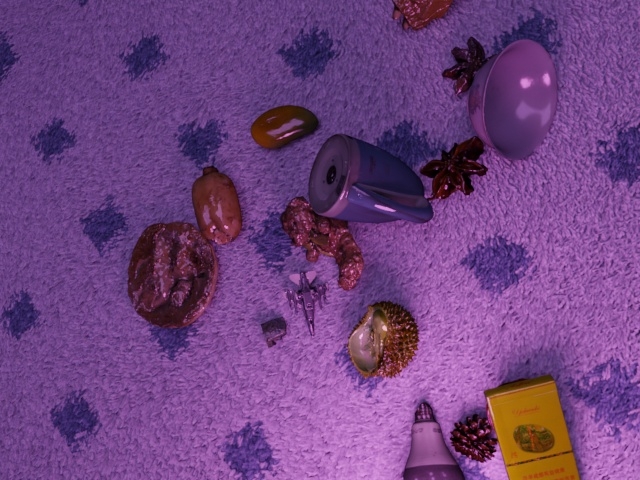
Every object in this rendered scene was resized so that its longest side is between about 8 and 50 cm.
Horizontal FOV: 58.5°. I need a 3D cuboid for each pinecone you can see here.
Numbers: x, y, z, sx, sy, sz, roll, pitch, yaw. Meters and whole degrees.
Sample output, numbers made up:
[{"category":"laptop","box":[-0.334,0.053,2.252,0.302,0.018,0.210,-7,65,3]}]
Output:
[{"category":"pinecone","box":[0.438,0.560,1.626,0.140,0.140,0.121,28,61,19]}]

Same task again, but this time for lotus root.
[{"category":"lotus root","box":[-0.362,-0.128,1.986,0.160,0.146,0.285,-11,73,-6]}]

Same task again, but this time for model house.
[{"category":"model house","box":[-0.149,0.303,1.895,0.083,0.066,0.079,-20,63,-5]}]

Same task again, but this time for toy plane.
[{"category":"toy plane","box":[-0.041,0.200,1.865,0.159,0.082,0.234,-9,77,-12]}]

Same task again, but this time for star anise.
[{"category":"star anise","box":[0.489,-0.548,1.837,0.212,0.073,0.197,39,90,22]},{"category":"star anise","box":[0.423,-0.222,1.778,0.220,0.125,0.190,-11,76,44]}]

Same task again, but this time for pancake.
[{"category":"pancake","box":[-0.527,0.121,2.023,0.386,0.082,0.388,-2,83,17]}]

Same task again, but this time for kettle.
[{"category":"kettle","box":[0.178,-0.144,1.718,0.247,0.341,0.319,-65,29,22]}]

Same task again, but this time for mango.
[{"category":"mango","box":[-0.130,-0.405,1.994,0.237,0.091,0.137,-23,80,6]}]

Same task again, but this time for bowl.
[{"category":"bowl","box":[0.543,-0.418,1.712,0.157,0.345,0.346,20,86,52]}]

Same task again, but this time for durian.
[{"category":"durian","box":[0.196,0.299,1.712,0.237,0.176,0.200,-67,26,11]}]

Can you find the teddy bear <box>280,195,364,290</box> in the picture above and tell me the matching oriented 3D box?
[{"category":"teddy bear","box":[0.000,0.009,1.810,0.222,0.246,0.296,-7,67,-11]}]

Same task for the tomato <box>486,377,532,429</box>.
[{"category":"tomato","box":[0.564,0.471,1.616,0.189,0.099,0.173,-30,95,9]}]

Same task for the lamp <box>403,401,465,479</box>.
[{"category":"lamp","box":[0.309,0.628,1.624,0.181,0.182,0.314,-13,77,14]}]

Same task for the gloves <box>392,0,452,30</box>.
[{"category":"gloves","box":[0.374,-0.856,1.884,0.356,0.155,0.203,-42,68,10]}]

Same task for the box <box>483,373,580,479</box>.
[{"category":"box","box":[0.579,0.542,1.554,0.186,0.047,0.335,-16,100,9]}]
